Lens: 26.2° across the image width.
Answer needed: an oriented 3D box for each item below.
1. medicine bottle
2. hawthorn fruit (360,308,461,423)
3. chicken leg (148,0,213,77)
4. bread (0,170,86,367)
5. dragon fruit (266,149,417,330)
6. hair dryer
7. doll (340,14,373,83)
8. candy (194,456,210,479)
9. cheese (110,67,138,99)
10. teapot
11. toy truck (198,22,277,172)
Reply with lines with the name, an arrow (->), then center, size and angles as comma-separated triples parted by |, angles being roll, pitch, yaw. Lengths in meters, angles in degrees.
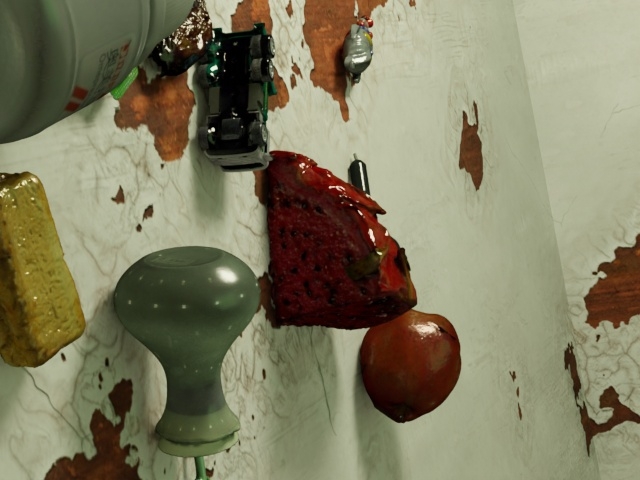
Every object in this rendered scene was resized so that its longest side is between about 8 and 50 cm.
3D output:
medicine bottle -> -0.290, -0.257, 1.437 | 0.306, 0.245, 0.245 | -42, 121, -52
hawthorn fruit -> 0.153, 0.225, 2.395 | 0.185, 0.185, 0.202 | 56, 40, -44
chicken leg -> -0.194, -0.317, 1.959 | 0.106, 0.051, 0.253 | 54, 32, -37
bread -> -0.329, 0.032, 1.486 | 0.114, 0.083, 0.211 | -40, 118, -57
dragon fruit -> 0.000, 0.000, 2.154 | 0.240, 0.302, 0.330 | -26, 86, -25
hair dryer -> 0.081, -0.057, 2.481 | 0.124, 0.071, 0.219 | 34, 43, -61
doll -> 0.071, -0.358, 2.555 | 0.195, 0.062, 0.104 | -70, -178, -59
candy -> -0.153, 0.323, 1.809 | 0.091, 0.083, 0.306 | 106, -25, -74
cheese -> -0.298, -0.321, 1.679 | 0.204, 0.083, 0.320 | -65, 141, -48
teapot -> -0.162, 0.140, 1.734 | 0.183, 0.183, 0.251 | -35, 124, -64
toy truck -> -0.114, -0.206, 2.032 | 0.116, 0.110, 0.216 | 55, 33, -65
